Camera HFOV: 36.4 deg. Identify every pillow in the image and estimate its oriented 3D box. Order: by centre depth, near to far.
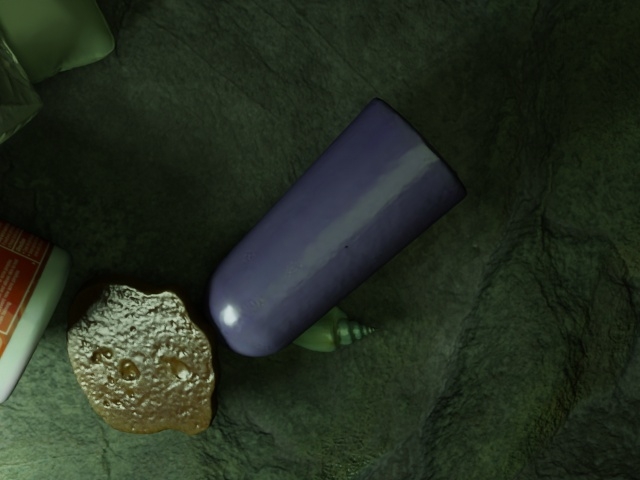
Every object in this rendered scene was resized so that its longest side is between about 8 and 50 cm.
[{"bbox_3d":[-0.468,-0.379,1.410,0.255,0.120,0.322,-24,103,-7],"label":"pillow"}]

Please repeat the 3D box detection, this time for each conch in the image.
[{"bbox_3d":[0.009,0.145,1.639,0.180,0.065,0.088,-1,102,-4],"label":"conch"}]

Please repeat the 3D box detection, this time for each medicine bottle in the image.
[{"bbox_3d":[-0.517,0.082,1.414,0.240,0.252,0.253,27,93,-15],"label":"medicine bottle"}]

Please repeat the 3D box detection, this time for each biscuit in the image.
[{"bbox_3d":[-0.280,0.181,1.542,0.257,0.049,0.273,-1,111,16],"label":"biscuit"}]

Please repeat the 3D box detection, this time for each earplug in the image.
[{"bbox_3d":[0.000,0.000,1.549,0.456,0.215,0.215,-43,106,2],"label":"earplug"}]

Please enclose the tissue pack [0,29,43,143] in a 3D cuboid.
[{"bbox_3d":[-0.605,-0.145,1.277,0.380,0.297,0.207,-22,107,17],"label":"tissue pack"}]
